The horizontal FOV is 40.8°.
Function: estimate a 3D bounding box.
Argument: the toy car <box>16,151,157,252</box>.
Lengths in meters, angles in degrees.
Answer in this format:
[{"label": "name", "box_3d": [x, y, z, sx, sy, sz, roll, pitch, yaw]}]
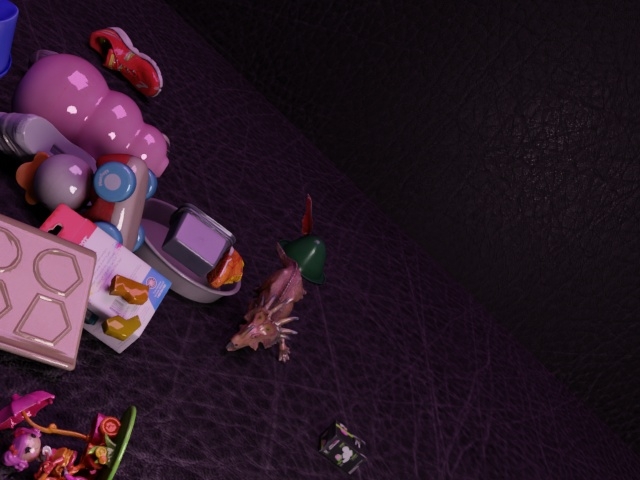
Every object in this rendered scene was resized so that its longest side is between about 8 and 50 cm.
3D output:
[{"label": "toy car", "box_3d": [-0.453, -0.076, 1.608, 0.238, 0.210, 0.219, 14, 4, 1]}]

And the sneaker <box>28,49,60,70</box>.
[{"label": "sneaker", "box_3d": [-0.625, -0.358, 1.963, 0.115, 0.105, 0.281, 26, 24, -47]}]

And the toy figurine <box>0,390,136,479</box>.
[{"label": "toy figurine", "box_3d": [-0.341, 0.265, 1.101, 0.159, 0.130, 0.173, 24, 45, -15]}]

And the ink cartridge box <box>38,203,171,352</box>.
[{"label": "ink cartridge box", "box_3d": [-0.382, 0.062, 1.435, 0.231, 0.078, 0.134, 39, 43, -14]}]

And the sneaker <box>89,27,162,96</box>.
[{"label": "sneaker", "box_3d": [-0.584, -0.520, 2.550, 0.279, 0.107, 0.118, 44, 34, 15]}]

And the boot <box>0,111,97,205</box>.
[{"label": "boot", "box_3d": [-0.541, -0.167, 1.703, 0.123, 0.095, 0.258, 16, -26, 31]}]

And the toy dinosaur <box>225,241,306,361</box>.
[{"label": "toy dinosaur", "box_3d": [-0.091, 0.127, 1.806, 0.127, 0.295, 0.200, 19, -24, 1]}]

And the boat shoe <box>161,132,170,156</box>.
[{"label": "boat shoe", "box_3d": [-0.433, -0.217, 2.098, 0.285, 0.103, 0.092, 33, 43, -84]}]

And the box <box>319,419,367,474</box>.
[{"label": "box", "box_3d": [0.044, 0.409, 1.705, 0.083, 0.052, 0.062, 41, 15, -13]}]

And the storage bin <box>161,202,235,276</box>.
[{"label": "storage bin", "box_3d": [-0.259, 0.008, 1.759, 0.135, 0.098, 0.091, 39, 44, -17]}]

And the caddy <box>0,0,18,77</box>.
[{"label": "caddy", "box_3d": [-0.740, -0.391, 1.621, 0.241, 0.179, 0.341, 40, 33, 17]}]

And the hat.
[{"label": "hat", "box_3d": [0.000, 0.000, 2.406, 0.173, 0.183, 0.208, 48, 17, 16]}]

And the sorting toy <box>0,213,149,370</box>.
[{"label": "sorting toy", "box_3d": [-0.413, 0.088, 1.308, 0.307, 0.041, 0.229, 25, 45, -30]}]

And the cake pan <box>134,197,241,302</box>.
[{"label": "cake pan", "box_3d": [-0.300, 0.026, 1.855, 0.293, 0.054, 0.293, 39, 16, -14]}]

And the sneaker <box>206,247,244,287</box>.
[{"label": "sneaker", "box_3d": [-0.192, 0.063, 1.815, 0.067, 0.064, 0.175, 51, 17, -9]}]

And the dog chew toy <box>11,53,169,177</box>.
[{"label": "dog chew toy", "box_3d": [-0.468, -0.239, 1.798, 0.332, 0.206, 0.206, 33, 18, -12]}]
